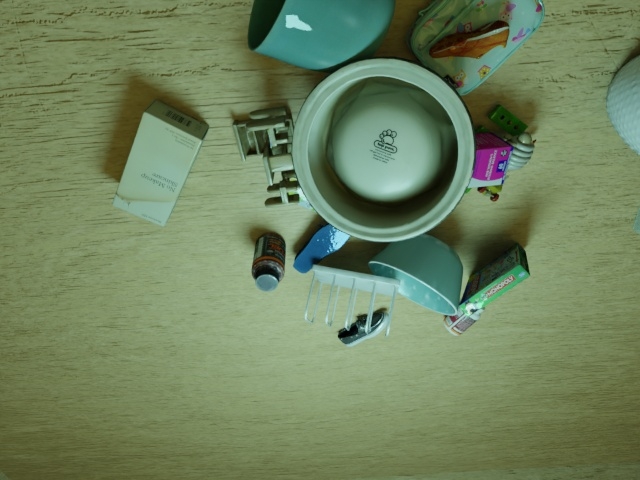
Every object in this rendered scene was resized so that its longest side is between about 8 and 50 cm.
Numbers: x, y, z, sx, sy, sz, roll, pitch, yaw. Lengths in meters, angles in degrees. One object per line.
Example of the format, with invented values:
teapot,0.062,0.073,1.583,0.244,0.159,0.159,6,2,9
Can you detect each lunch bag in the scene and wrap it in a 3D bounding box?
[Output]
lunch bag,0.350,-0.501,0.963,0.224,0.108,0.279,36,117,-25

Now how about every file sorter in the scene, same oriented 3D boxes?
file sorter,0.105,0.206,1.339,0.277,0.173,0.193,9,164,10

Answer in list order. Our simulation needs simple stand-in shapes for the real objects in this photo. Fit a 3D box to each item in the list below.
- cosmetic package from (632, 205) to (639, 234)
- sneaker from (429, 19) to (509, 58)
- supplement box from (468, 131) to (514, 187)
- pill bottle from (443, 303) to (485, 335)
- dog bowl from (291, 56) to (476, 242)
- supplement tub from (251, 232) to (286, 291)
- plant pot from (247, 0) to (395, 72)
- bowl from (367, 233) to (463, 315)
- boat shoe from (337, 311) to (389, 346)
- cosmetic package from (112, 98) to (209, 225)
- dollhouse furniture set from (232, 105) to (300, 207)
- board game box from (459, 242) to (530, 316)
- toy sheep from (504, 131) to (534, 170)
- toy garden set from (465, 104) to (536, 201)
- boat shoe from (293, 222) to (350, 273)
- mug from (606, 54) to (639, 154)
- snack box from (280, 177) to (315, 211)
cosmetic package,1.067,-0.073,1.329,0.041,0.060,0.115,-10,127,4
sneaker,0.332,-0.430,0.911,0.175,0.064,0.067,-10,135,10
supplement box,0.376,-0.211,1.091,0.219,0.114,0.111,-7,125,-10
pill bottle,0.546,0.285,1.550,0.086,0.086,0.152,26,121,-19
dog bowl,0.147,-0.209,0.959,0.407,0.150,0.408,8,116,16
supplement tub,-0.163,0.071,1.302,0.105,0.198,0.106,-1,127,-2
plant pot,0.011,-0.495,0.859,0.235,0.293,0.293,15,125,-28
bowl,0.324,0.088,1.304,0.311,0.311,0.163,37,78,-25
boat shoe,0.159,0.334,1.583,0.076,0.080,0.228,37,124,-26
cosmetic package,-0.448,-0.209,1.143,0.160,0.113,0.310,24,121,-18
dollhouse furniture set,-0.148,-0.229,1.058,0.160,0.242,0.212,-7,125,3
board game box,0.559,0.117,1.309,0.213,0.317,0.046,-43,82,25
toy sheep,0.531,-0.239,1.119,0.091,0.091,0.132,8,139,-8
toy garden set,0.500,-0.242,1.196,0.203,0.049,0.244,27,120,-18
boat shoe,0.000,0.000,1.330,0.258,0.089,0.109,-35,107,27
mug,0.884,-0.288,1.001,0.276,0.328,0.374,-19,125,12
snack box,-0.037,-0.152,1.244,0.141,0.037,0.100,22,123,-17
